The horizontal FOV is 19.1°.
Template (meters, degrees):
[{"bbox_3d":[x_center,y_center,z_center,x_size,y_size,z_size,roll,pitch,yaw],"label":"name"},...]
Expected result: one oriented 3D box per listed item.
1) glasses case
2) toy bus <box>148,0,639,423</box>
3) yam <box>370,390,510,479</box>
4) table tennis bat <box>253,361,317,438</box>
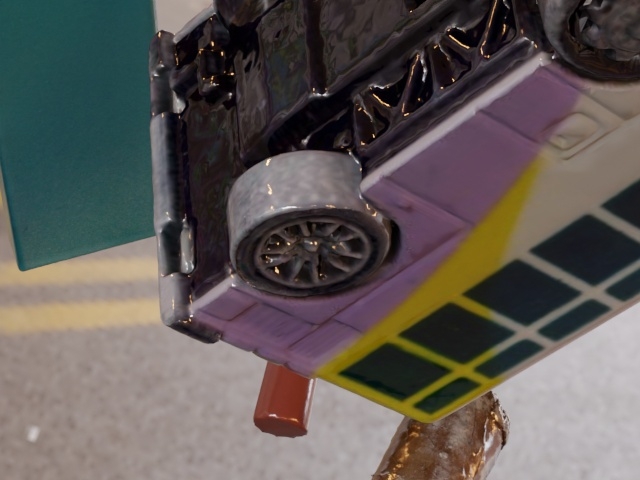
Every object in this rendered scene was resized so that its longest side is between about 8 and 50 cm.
[{"bbox_3d":[-0.163,-0.111,1.225,0.117,0.301,0.070,-14,48,-13],"label":"glasses case"},{"bbox_3d":[0.134,-0.101,0.946,0.249,0.440,0.209,27,42,-36],"label":"toy bus"},{"bbox_3d":[0.077,0.162,1.329,0.079,0.079,0.141,26,55,10],"label":"yam"},{"bbox_3d":[0.000,0.000,1.423,0.200,0.310,0.038,31,-33,-32],"label":"table tennis bat"}]
